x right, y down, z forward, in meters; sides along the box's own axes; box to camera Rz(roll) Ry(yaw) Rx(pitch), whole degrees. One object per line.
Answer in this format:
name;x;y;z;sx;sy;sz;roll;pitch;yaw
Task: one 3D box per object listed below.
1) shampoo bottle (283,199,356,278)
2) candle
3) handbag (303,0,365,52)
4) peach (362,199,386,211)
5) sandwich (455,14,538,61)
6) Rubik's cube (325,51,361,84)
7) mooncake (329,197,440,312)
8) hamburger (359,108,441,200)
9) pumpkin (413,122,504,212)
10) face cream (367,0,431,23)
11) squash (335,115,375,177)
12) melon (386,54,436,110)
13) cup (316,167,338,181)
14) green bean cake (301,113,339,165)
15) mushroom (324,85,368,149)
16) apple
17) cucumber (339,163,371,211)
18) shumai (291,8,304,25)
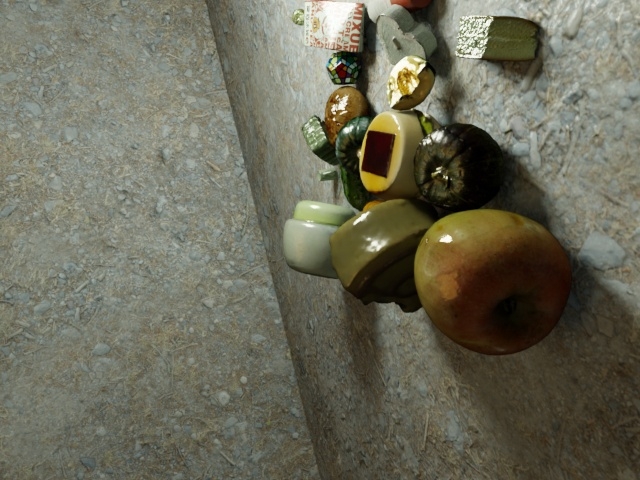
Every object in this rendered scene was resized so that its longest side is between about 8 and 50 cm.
shampoo bottle;0.000;0.000;2.091;0.322;0.323;0.317;20;98;66
candle;0.240;-0.570;1.428;0.192;0.068;0.168;45;167;4
handbag;0.060;-0.767;1.766;0.298;0.151;0.170;38;131;54
peach;0.216;-0.078;1.778;0.138;0.138;0.138;168;90;-70
sandwich;0.387;-0.475;1.163;0.258;0.096;0.094;40;132;55
Rubik's cube;0.085;-0.626;1.807;0.133;0.133;0.111;-153;58;-64
mooncake;0.214;0.068;1.486;0.393;0.395;0.246;101;148;-48
hamburger;0.245;-0.252;1.492;0.302;0.171;0.301;-176;90;-65
pumpkin;0.347;-0.185;1.270;0.238;0.159;0.237;18;120;35
face cream;0.229;-0.696;1.436;0.214;0.096;0.095;-156;56;-65
squash;0.152;-0.319;1.705;0.218;0.172;0.218;27;137;28
melon;0.258;-0.453;1.408;0.160;0.079;0.128;-50;48;37
cup;0.034;-0.288;2.196;0.075;0.083;0.054;-140;44;-57
green bean cake;0.014;-0.404;2.033;0.094;0.173;0.181;-38;55;21
mushroom;0.096;-0.453;1.859;0.253;0.154;0.252;177;90;-75
apple;0.385;0.088;1.166;0.305;0.339;0.338;-112;17;-66
cucumber;0.146;-0.210;1.913;0.134;0.134;0.244;-128;23;-49
shumai;-0.075;-0.944;2.128;0.083;0.082;0.080;71;176;-66
